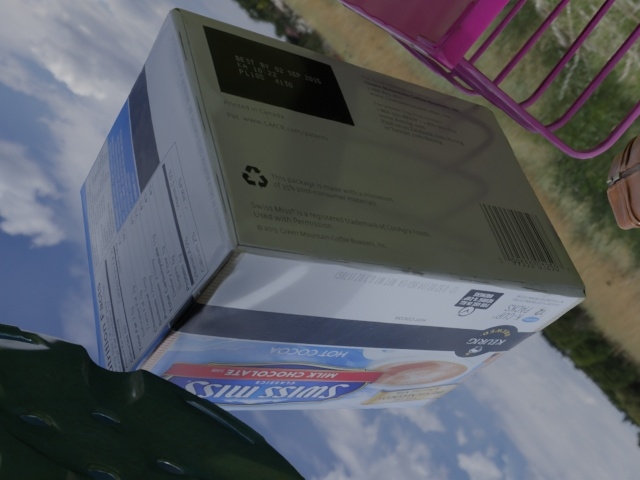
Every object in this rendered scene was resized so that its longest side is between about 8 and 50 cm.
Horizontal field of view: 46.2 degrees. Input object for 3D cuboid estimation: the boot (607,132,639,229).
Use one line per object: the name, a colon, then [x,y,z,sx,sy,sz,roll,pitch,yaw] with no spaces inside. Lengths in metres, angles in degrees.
boot: [0.477,-0.048,1.074,0.109,0.283,0.220,8,164,-7]

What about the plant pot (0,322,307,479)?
plant pot: [-0.175,0.240,0.378,0.341,0.334,0.341,26,-179,-1]

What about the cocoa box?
cocoa box: [0.000,0.000,0.655,0.347,0.228,0.231,8,-131,-35]

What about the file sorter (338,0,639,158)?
file sorter: [0.175,-0.225,0.676,0.182,0.202,0.291,33,-167,-26]
